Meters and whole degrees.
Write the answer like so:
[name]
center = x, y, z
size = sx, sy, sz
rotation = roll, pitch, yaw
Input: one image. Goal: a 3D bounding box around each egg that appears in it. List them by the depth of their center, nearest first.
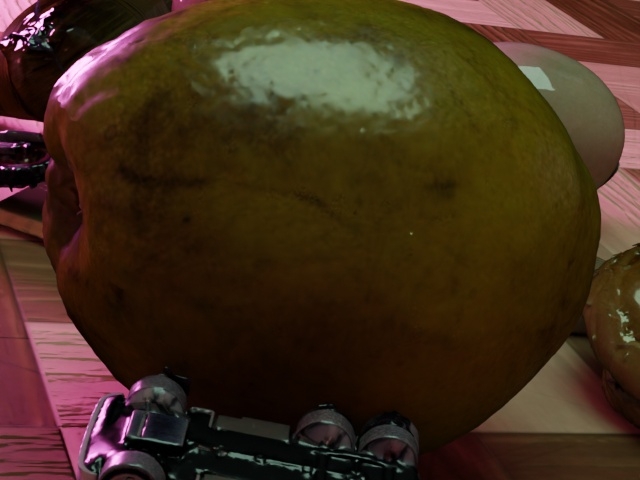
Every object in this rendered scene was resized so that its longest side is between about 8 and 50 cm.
[egg]
center = 0.212, -0.126, 1.735
size = 0.253, 0.186, 0.186
rotation = 15, 21, 2

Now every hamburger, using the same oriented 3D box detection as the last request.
[hamburger]
center = 0.368, 0.092, 1.347
size = 0.285, 0.134, 0.265
rotation = 24, 22, 33

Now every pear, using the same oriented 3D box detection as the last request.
[pear]
center = 0.000, 0.000, 1.104
size = 0.413, 0.352, 0.352
rotation = 11, 20, -24

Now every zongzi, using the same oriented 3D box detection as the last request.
[zongzi]
center = -0.291, -0.156, 1.563
size = 0.300, 0.138, 0.286
rotation = -23, 17, 22

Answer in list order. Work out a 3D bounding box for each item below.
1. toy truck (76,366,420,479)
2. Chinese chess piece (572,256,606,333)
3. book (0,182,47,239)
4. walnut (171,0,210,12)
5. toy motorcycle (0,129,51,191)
[toy truck]
center = -0.021, 0.170, 0.952
size = 0.253, 0.124, 0.114
rotation = 10, 27, 0
[Chinese chess piece]
center = 0.231, 0.045, 1.507
size = 0.122, 0.051, 0.122
rotation = 10, 19, -4
[book]
center = -0.142, -0.009, 1.475
size = 0.290, 0.026, 0.201
rotation = 17, 20, 15
[walnut]
center = -0.038, -0.214, 1.514
size = 0.224, 0.224, 0.224
rotation = 10, 21, -4
[toy motorcycle]
center = -0.326, -0.079, 1.472
size = 0.215, 0.080, 0.122
rotation = 4, 25, 21
